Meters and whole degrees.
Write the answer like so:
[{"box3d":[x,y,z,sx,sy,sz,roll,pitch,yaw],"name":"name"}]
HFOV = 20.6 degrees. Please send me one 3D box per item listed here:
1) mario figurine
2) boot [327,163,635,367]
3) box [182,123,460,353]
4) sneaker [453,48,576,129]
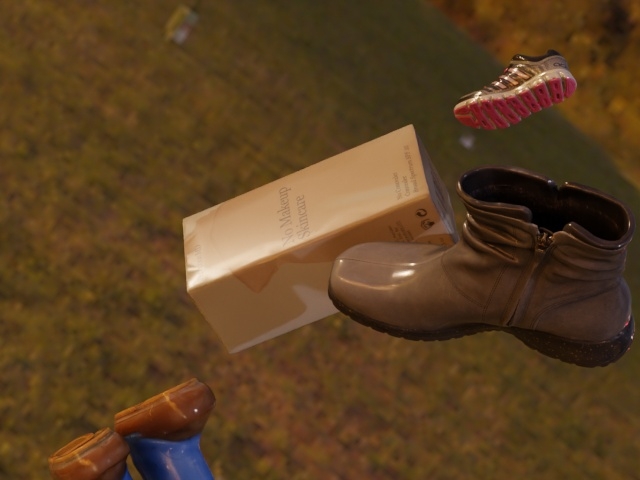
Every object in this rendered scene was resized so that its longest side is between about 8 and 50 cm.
[{"box3d":[-0.050,0.257,1.238,0.320,0.198,0.170,61,-4,-3],"name":"mario figurine"},{"box3d":[0.156,0.003,1.769,0.338,0.118,0.222,6,-37,18],"name":"boot"},{"box3d":[0.000,0.000,2.097,0.148,0.311,0.121,-101,165,-49],"name":"box"},{"box3d":[0.256,-0.203,2.323,0.063,0.170,0.075,47,33,-41],"name":"sneaker"}]
